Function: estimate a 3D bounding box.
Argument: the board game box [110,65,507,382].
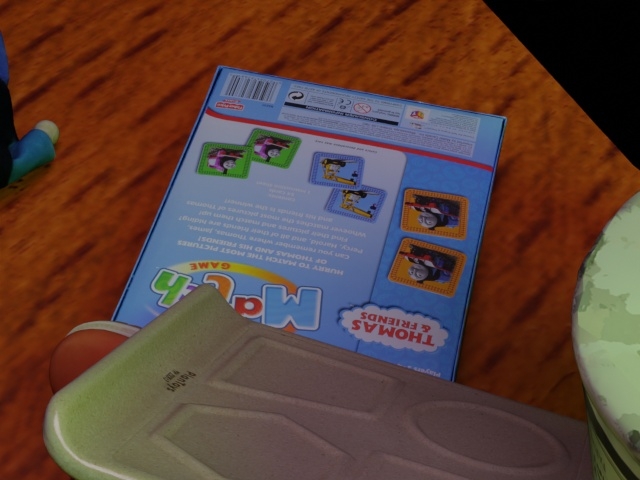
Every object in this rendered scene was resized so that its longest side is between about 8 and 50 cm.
[{"bbox_3d":[0.000,0.000,0.819,0.160,0.039,0.211,11,42,6],"label":"board game box"}]

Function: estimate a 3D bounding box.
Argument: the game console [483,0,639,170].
[{"bbox_3d":[0.255,-0.024,0.605,0.342,0.386,0.060,14,71,48],"label":"game console"}]

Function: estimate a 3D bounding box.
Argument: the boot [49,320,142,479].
[{"bbox_3d":[-0.078,0.085,0.679,0.084,0.059,0.158,7,29,-49],"label":"boot"}]

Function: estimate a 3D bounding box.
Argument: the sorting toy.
[{"bbox_3d":[0.018,0.088,0.635,0.208,0.038,0.193,21,17,9],"label":"sorting toy"}]

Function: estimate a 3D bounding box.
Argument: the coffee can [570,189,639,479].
[{"bbox_3d":[0.187,0.125,0.493,0.201,0.275,0.201,-8,34,5],"label":"coffee can"}]

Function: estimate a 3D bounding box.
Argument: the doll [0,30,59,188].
[{"bbox_3d":[-0.202,-0.068,0.866,0.129,0.046,0.189,0,48,-21],"label":"doll"}]
